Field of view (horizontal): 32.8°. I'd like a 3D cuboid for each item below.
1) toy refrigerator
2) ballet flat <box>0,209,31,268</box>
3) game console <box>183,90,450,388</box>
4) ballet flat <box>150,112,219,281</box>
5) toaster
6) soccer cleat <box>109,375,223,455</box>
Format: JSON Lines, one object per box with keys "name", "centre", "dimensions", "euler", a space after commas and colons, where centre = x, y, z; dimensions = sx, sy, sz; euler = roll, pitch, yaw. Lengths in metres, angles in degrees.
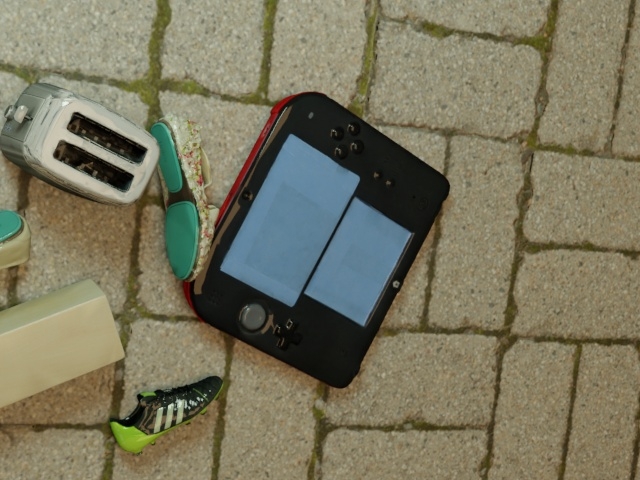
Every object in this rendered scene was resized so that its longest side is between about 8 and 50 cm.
{"name": "toy refrigerator", "centre": [-0.418, 0.153, 1.488], "dimensions": [0.269, 0.094, 0.102], "euler": [-22, 113, -20]}
{"name": "ballet flat", "centre": [-0.500, 0.038, 1.440], "dimensions": [0.248, 0.086, 0.086], "euler": [-21, 106, -24]}
{"name": "game console", "centre": [0.000, 0.000, 1.680], "dimensions": [0.342, 0.060, 0.386], "euler": [30, 85, -26]}
{"name": "ballet flat", "centre": [-0.183, -0.064, 1.558], "dimensions": [0.077, 0.091, 0.241], "euler": [-12, 96, -44]}
{"name": "toaster", "centre": [-0.312, -0.121, 1.464], "dimensions": [0.227, 0.146, 0.129], "euler": [29, 86, -26]}
{"name": "soccer cleat", "centre": [-0.226, 0.245, 1.610], "dimensions": [0.179, 0.060, 0.072], "euler": [-33, 109, -14]}
